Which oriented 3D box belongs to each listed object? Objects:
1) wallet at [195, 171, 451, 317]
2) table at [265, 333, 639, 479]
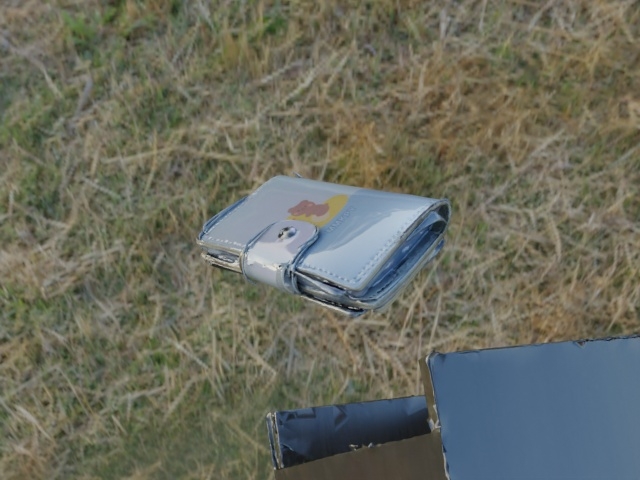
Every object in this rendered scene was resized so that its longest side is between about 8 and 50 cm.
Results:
[{"bbox_3d":[0.000,0.000,0.984,0.231,0.069,0.170,14,42,41],"label":"wallet"},{"bbox_3d":[0.095,0.159,0.483,0.172,0.169,0.193,-1,72,-29],"label":"table"}]
